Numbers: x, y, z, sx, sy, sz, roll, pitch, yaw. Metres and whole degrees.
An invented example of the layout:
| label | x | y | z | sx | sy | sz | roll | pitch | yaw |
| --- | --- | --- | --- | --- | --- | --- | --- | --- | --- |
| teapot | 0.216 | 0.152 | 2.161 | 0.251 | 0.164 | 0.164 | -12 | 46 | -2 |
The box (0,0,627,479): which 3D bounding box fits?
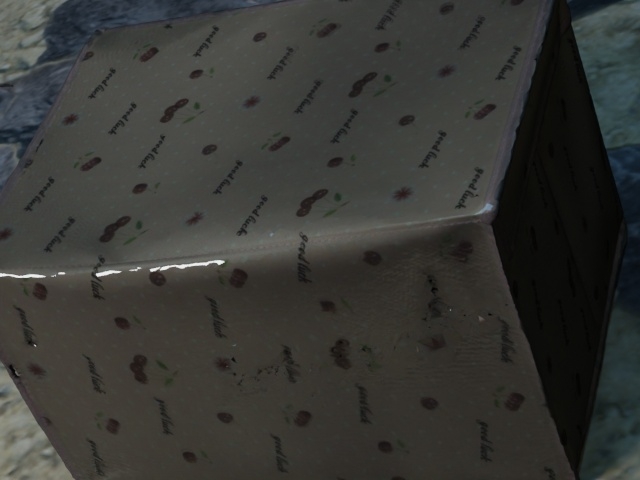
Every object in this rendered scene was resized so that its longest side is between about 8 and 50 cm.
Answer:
| label | x | y | z | sx | sy | sz | roll | pitch | yaw |
| --- | --- | --- | --- | --- | --- | --- | --- | --- | --- |
| box | 0.000 | 0.000 | 0.939 | 0.297 | 0.190 | 0.225 | -7 | 38 | 24 |
